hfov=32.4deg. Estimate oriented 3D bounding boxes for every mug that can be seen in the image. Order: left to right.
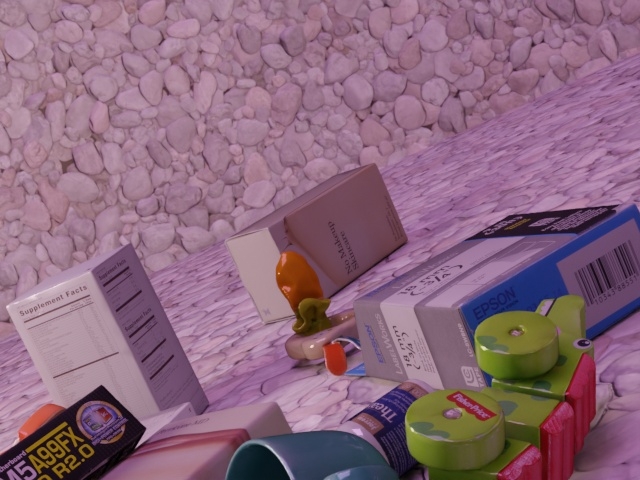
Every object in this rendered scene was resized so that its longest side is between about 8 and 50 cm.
[{"bbox_3d":[0.008,0.199,0.759,0.097,0.130,0.157,0,5,-30],"label":"mug"}]

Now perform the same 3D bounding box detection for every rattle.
[{"bbox_3d":[0.002,0.088,1.431,0.130,0.143,0.200,-5,4,4],"label":"rattle"}]

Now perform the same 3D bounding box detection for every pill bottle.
[{"bbox_3d":[0.054,0.177,0.968,0.120,0.067,0.067,-30,10,-31],"label":"pill bottle"}]

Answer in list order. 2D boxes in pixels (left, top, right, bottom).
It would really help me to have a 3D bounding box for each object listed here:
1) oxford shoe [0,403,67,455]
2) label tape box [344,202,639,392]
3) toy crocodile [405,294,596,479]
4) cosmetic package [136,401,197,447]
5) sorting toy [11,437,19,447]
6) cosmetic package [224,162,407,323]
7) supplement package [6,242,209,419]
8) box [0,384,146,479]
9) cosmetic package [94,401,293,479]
[{"bbox_3d":[-0.331,0.290,1.261,0.098,0.097,0.271,12,37,14],"label":"oxford shoe"},{"bbox_3d":[0.171,0.062,1.218,0.240,0.106,0.333,-28,9,-24],"label":"label tape box"},{"bbox_3d":[0.143,0.142,0.798,0.105,0.115,0.340,7,25,28],"label":"toy crocodile"},{"bbox_3d":[-0.218,0.264,1.206,0.098,0.060,0.239,-23,9,24],"label":"cosmetic package"},{"bbox_3d":[-0.445,0.322,1.553,0.075,0.045,0.083,-31,8,8],"label":"sorting toy"},{"bbox_3d":[0.000,0.000,1.874,0.113,0.160,0.309,-16,13,43],"label":"cosmetic package"},{"bbox_3d":[-0.270,0.149,1.424,0.139,0.244,0.134,-21,9,17],"label":"supplement package"},{"bbox_3d":[-0.280,0.267,0.944,0.216,0.060,0.270,-34,-18,-50],"label":"box"},{"bbox_3d":[-0.137,0.253,0.826,0.153,0.129,0.296,-20,9,37],"label":"cosmetic package"}]
